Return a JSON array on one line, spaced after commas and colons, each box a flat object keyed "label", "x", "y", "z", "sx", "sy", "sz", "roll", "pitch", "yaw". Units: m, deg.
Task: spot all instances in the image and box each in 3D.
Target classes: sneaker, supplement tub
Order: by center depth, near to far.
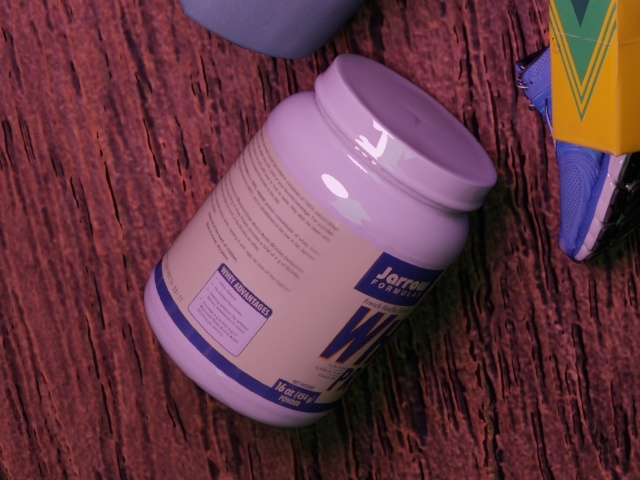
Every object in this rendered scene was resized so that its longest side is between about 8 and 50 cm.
[{"label": "sneaker", "x": 0.271, "y": -0.132, "z": 1.873, "sx": 0.147, "sy": 0.130, "sz": 0.330, "roll": 26, "pitch": 125, "yaw": 34}, {"label": "supplement tub", "x": 0.000, "y": 0.000, "z": 1.894, "sx": 0.235, "sy": 0.235, "sz": 0.325, "roll": 38, "pitch": 111, "yaw": -2}]

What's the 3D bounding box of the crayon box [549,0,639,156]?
[{"label": "crayon box", "x": 0.372, "y": -0.264, "z": 1.700, "sx": 0.363, "sy": 0.106, "sz": 0.313, "roll": -13, "pitch": 110, "yaw": -29}]

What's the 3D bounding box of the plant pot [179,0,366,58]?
[{"label": "plant pot", "x": -0.006, "y": -0.369, "z": 1.747, "sx": 0.341, "sy": 0.341, "sz": 0.334, "roll": 38, "pitch": 118, "yaw": -2}]
